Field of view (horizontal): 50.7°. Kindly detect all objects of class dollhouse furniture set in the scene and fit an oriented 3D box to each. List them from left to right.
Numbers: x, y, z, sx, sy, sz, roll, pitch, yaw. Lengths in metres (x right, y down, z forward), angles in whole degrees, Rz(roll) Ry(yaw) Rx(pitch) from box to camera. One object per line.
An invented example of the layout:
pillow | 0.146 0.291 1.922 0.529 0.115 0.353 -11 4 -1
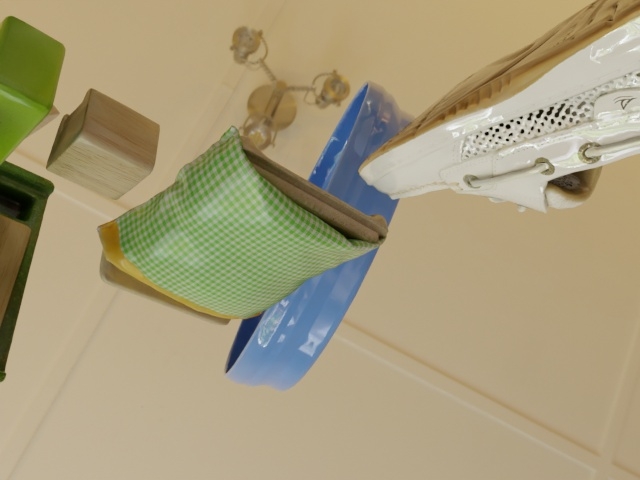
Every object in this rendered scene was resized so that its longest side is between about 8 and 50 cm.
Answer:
dollhouse furniture set | -0.119 0.027 0.461 0.301 0.197 0.151 27 -127 -35

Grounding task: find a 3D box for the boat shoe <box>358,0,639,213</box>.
boat shoe | 0.121 -0.057 0.389 0.098 0.277 0.096 -43 -78 -26

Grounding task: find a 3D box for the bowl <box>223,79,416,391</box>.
bowl | 0.000 0.000 0.819 0.077 0.391 0.391 26 -109 -7

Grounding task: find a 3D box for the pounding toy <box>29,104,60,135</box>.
pounding toy | -0.378 -0.176 0.695 0.154 0.269 0.155 -37 -80 5
